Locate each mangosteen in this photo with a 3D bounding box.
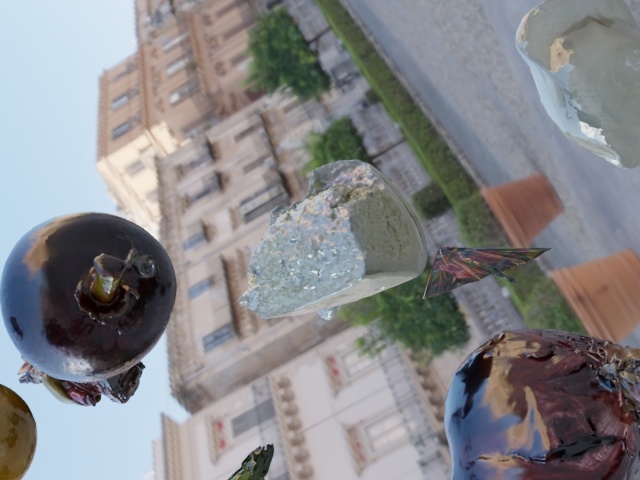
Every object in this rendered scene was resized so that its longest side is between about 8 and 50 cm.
[{"bbox_3d":[-0.298,0.070,1.114,0.236,0.235,0.261,60,154,-5],"label":"mangosteen"}]

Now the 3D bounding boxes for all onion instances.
[{"bbox_3d":[0.236,0.224,0.903,0.221,0.281,0.281,42,-167,-20],"label":"onion"}]

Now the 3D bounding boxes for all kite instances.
[{"bbox_3d":[0.295,0.045,1.651,0.234,0.321,0.016,32,133,55],"label":"kite"}]

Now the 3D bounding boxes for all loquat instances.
[{"bbox_3d":[-0.381,0.218,0.925,0.141,0.141,0.141,59,-173,-12],"label":"loquat"}]

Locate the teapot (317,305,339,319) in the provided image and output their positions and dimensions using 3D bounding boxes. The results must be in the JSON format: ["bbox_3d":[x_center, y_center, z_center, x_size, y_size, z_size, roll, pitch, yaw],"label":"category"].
[{"bbox_3d":[0.005,0.071,1.225,0.064,0.064,0.083,28,-145,3],"label":"teapot"}]

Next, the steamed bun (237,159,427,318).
[{"bbox_3d":[0.000,0.000,1.053,0.200,0.225,0.171,-9,-102,-54],"label":"steamed bun"}]

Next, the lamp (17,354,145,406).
[{"bbox_3d":[-0.409,0.202,1.370,0.118,0.253,0.119,-14,-74,-61],"label":"lamp"}]

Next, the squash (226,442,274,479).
[{"bbox_3d":[-0.160,0.465,1.291,0.094,0.341,0.094,34,170,7],"label":"squash"}]

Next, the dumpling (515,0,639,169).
[{"bbox_3d":[0.348,-0.198,1.032,0.250,0.162,0.132,48,176,-16],"label":"dumpling"}]
